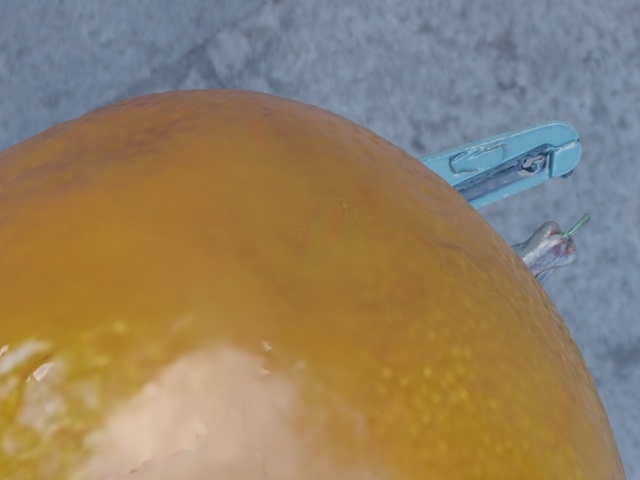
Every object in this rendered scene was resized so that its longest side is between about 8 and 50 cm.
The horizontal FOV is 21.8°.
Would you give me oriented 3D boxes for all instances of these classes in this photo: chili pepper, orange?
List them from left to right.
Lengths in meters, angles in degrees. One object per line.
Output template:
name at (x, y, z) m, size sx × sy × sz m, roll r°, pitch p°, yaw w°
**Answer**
orange at (-0.029, 0.085, 0.495) m, size 0.261 × 0.261 × 0.261 m, roll -2°, pitch 125°, yaw -3°
chili pepper at (0.141, 0.031, 1.236) m, size 0.153 × 0.041 × 0.050 m, roll -42°, pitch 147°, yaw 12°

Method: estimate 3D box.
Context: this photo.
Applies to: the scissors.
scissors at (0.000, 0.000, 1.155) m, size 0.393 × 0.032 × 0.180 m, roll -20°, pitch 99°, yaw -3°
